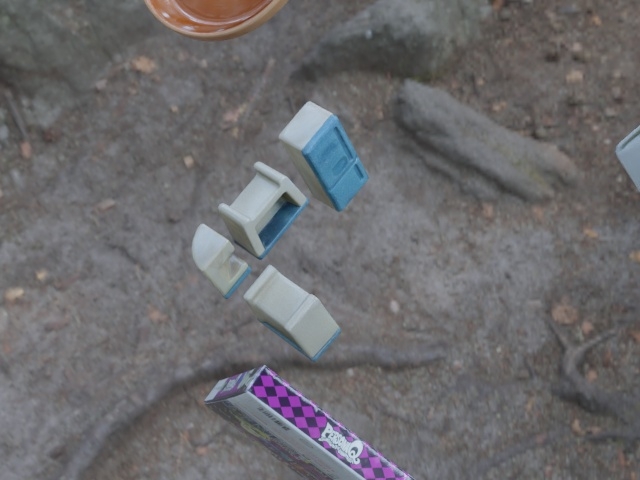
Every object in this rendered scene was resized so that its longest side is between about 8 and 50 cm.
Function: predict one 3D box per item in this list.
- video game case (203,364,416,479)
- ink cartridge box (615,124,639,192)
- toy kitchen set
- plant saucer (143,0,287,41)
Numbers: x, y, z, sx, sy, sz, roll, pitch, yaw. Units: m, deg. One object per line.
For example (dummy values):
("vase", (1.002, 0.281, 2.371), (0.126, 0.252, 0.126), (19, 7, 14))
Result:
("video game case", (-0.012, 0.233, 1.237), (0.232, 0.210, 0.042), (38, 69, -7))
("ink cartridge box", (0.336, -0.028, 0.588), (0.289, 0.121, 0.211), (-21, 76, -34))
("toy kitchen set", (0.000, 0.000, 1.086), (0.166, 0.122, 0.207), (33, 77, 32))
("plant saucer", (-0.040, -0.123, 0.452), (0.083, 0.013, 0.084), (-4, 80, 24))
